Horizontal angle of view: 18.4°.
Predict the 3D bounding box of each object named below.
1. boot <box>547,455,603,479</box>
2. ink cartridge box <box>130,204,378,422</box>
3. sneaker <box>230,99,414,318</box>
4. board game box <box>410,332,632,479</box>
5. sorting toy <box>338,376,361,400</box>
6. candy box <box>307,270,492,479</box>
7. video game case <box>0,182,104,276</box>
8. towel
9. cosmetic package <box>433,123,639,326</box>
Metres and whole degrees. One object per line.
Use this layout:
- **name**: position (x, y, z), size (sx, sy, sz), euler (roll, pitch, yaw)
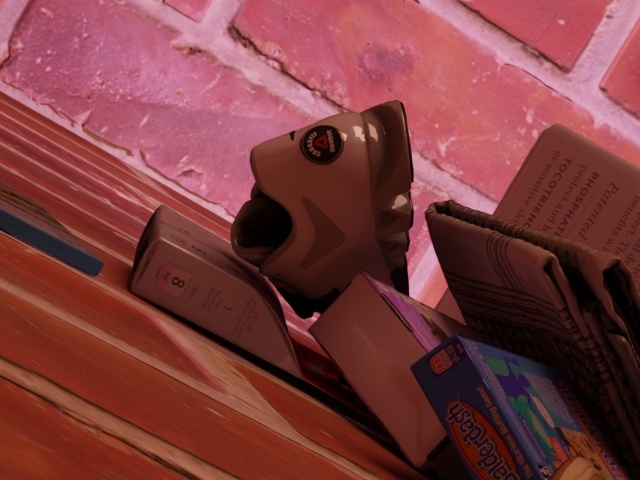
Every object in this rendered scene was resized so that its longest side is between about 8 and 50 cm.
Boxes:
- **boot**: position (0.179, 0.198, 0.956), size (0.203, 0.095, 0.262), euler (31, 3, 7)
- **ink cartridge box**: position (-0.043, 0.057, 1.617), size (0.232, 0.066, 0.189), euler (25, 6, -7)
- **sneaker**: position (0.000, 0.000, 1.634), size (0.330, 0.146, 0.122), euler (85, -4, -57)
- **board game box**: position (0.161, 0.157, 1.426), size (0.210, 0.047, 0.160), euler (21, 35, -59)
- **sorting toy**: position (0.032, 0.132, 1.693), size (0.083, 0.012, 0.062), euler (30, 4, -29)
- **candy box**: position (0.104, 0.125, 1.588), size (0.196, 0.070, 0.165), euler (28, 18, -52)
- **video game case**: position (-0.241, -0.026, 1.508), size (0.119, 0.015, 0.166), euler (29, 3, -30)
- **towel**: position (0.204, 0.126, 1.632), size (0.312, 0.056, 0.324), euler (67, -16, -16)
- **cosmetic package**: position (0.371, 0.139, 2.081), size (0.329, 0.327, 0.393), euler (29, 3, -46)
